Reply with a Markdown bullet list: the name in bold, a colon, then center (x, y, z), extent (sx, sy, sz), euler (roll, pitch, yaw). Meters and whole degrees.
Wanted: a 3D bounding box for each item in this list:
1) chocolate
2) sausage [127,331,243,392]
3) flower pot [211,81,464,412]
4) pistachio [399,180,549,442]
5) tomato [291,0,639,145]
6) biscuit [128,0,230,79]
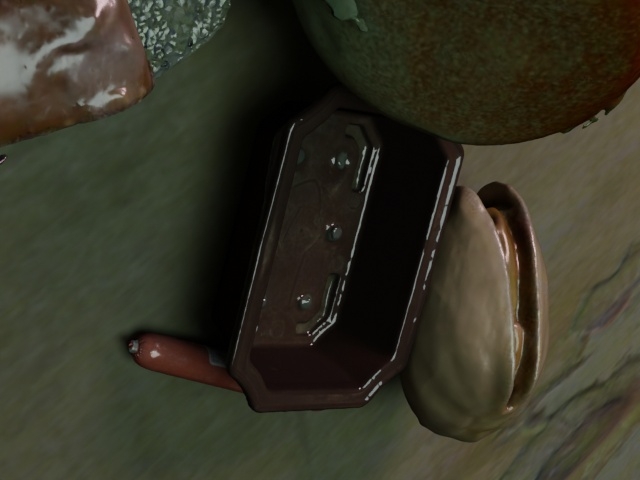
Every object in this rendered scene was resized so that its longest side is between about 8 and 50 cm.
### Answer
- **chocolate**: center (-0.206, -0.107, 0.655), extent (0.214, 0.148, 0.093), euler (-24, 128, -24)
- **sausage**: center (-0.064, 0.105, 0.953), extent (0.223, 0.029, 0.029), euler (22, 94, -43)
- **flower pot**: center (0.000, 0.000, 0.924), extent (0.179, 0.084, 0.251), euler (4, 105, -40)
- **pistachio**: center (0.126, 0.063, 1.006), extent (0.126, 0.152, 0.223), euler (-4, 106, -27)
- **tomato**: center (0.099, -0.219, 0.772), extent (0.239, 0.303, 0.303), euler (3, 110, -7)
- **biscuit**: center (-0.122, -0.228, 0.748), extent (0.147, 0.046, 0.250), euler (-41, 129, -19)
